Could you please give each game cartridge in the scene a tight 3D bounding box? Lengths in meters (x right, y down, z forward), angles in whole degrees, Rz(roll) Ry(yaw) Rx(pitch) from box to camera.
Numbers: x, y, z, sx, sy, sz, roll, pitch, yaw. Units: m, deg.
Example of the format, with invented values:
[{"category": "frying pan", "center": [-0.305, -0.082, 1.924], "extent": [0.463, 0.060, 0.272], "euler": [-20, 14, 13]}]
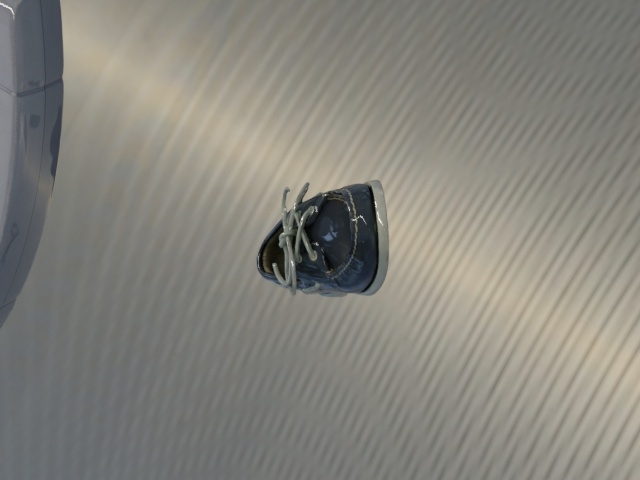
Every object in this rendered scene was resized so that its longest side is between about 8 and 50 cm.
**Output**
[{"category": "game cartridge", "center": [-0.266, -0.066, 1.086], "extent": [0.196, 0.060, 0.294], "euler": [27, 121, 18]}]

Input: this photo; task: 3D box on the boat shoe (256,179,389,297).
[{"category": "boat shoe", "center": [0.000, 0.000, 1.362], "extent": [0.254, 0.079, 0.095], "euler": [162, 110, -77]}]
